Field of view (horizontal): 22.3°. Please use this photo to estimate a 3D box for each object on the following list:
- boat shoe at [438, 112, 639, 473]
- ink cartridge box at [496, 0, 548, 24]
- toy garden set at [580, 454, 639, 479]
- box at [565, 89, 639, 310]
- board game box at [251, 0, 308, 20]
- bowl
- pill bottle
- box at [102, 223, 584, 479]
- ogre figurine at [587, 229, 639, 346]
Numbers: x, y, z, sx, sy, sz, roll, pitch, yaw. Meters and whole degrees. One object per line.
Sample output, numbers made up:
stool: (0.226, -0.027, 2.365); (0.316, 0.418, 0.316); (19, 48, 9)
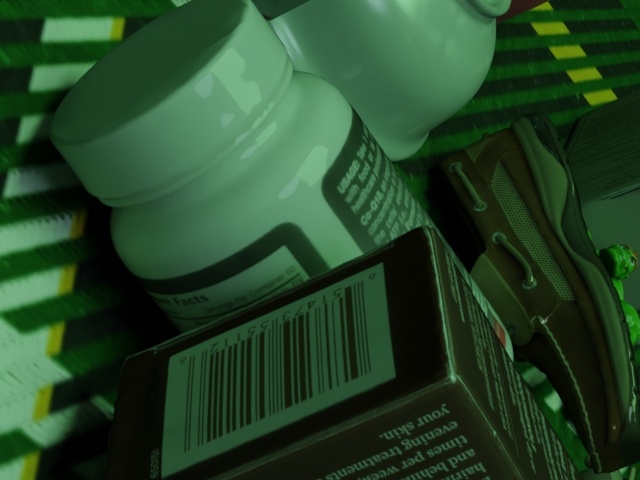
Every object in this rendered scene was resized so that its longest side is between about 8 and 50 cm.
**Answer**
boat shoe: (0.175, 0.045, 1.327); (0.122, 0.120, 0.324); (68, 7, -53)
ink cartridge box: (0.174, -0.390, 1.657); (0.283, 0.117, 0.207); (60, 28, -16)
toy garden set: (0.275, 0.233, 1.464); (0.203, 0.049, 0.244); (54, 31, -30)
box: (0.325, -0.049, 1.657); (0.121, 0.148, 0.311); (61, 29, -14)
board game box: (-0.095, -0.331, 1.131); (0.224, 0.098, 0.303); (19, 54, -53)
bowl: (0.063, -0.223, 1.312); (0.298, 0.134, 0.297); (41, 37, -41)
pill bottle: (-0.021, 0.004, 0.957); (0.283, 0.161, 0.161); (54, 30, -26)
box: (0.065, 0.195, 0.887); (0.381, 0.191, 0.143); (58, 15, -29)
ogre figurine: (0.222, 0.037, 1.456); (0.118, 0.096, 0.197); (-4, 40, -46)
